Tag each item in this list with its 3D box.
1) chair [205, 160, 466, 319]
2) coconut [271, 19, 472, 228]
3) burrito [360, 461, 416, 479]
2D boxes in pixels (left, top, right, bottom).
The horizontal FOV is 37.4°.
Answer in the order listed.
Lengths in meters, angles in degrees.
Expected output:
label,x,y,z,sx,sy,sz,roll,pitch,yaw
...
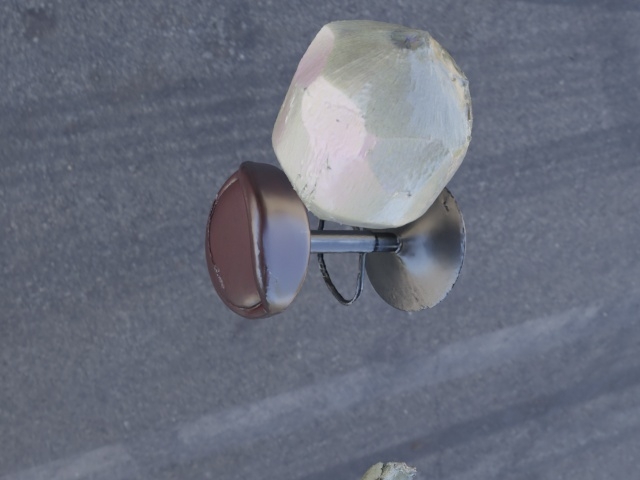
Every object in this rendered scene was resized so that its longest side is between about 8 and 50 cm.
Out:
label,x,y,z,sx,sy,sz,roll,pitch,yaw
chair,0.000,0.000,1.367,0.400,0.226,0.227,1,124,-42
coconut,0.064,-0.136,1.067,0.227,0.227,0.230,-4,145,-27
burrito,0.027,0.234,0.751,0.041,0.055,0.149,29,90,-19
